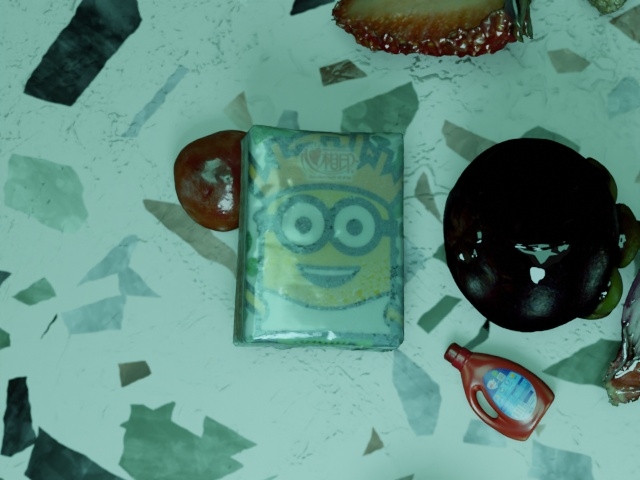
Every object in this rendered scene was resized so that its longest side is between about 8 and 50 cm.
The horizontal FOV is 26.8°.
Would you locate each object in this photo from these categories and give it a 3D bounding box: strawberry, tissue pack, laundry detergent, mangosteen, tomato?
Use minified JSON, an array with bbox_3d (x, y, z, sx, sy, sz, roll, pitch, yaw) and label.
[{"bbox_3d":[0.181,-0.354,1.956,0.306,0.138,0.233,-2,62,30],"label":"strawberry"},{"bbox_3d":[0.000,0.000,1.895,0.228,0.128,0.311,3,82,-11],"label":"tissue pack"},{"bbox_3d":[0.244,0.207,1.907,0.165,0.049,0.097,34,91,11],"label":"laundry detergent"},{"bbox_3d":[0.311,-0.013,1.833,0.287,0.233,0.288,-5,53,7],"label":"mangosteen"},{"bbox_3d":[-0.145,-0.091,1.969,0.155,0.069,0.156,-1,84,6],"label":"tomato"}]

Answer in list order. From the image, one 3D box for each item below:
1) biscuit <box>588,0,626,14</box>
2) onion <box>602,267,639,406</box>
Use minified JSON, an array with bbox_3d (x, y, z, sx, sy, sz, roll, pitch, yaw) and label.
[{"bbox_3d":[0.445,-0.408,1.946,0.070,0.082,0.168,35,87,-17],"label":"biscuit"},{"bbox_3d":[0.526,0.085,1.844,0.348,0.159,0.267,-33,107,27],"label":"onion"}]
